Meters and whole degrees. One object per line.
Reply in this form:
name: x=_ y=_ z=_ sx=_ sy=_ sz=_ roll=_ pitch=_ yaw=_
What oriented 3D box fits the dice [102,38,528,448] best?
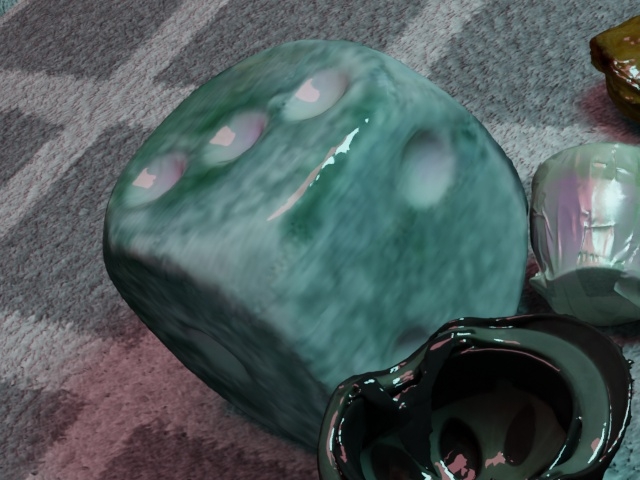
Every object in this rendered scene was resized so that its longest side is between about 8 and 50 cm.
dice: x=0.000 y=0.000 z=1.602 sx=0.328 sy=0.330 sz=0.348 roll=13 pitch=56 yaw=50

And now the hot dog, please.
hot dog: x=0.473 y=-0.236 z=1.823 sx=0.272 sy=0.122 sz=0.196 roll=-22 pitch=37 yaw=-2

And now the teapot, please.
teapot: x=0.328 y=0.013 z=1.605 sx=0.163 sy=0.222 sz=0.178 roll=133 pitch=153 yaw=-53

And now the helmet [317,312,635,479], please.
helmet: x=0.155 y=0.213 z=1.408 sx=0.305 sy=0.177 sz=0.225 roll=-19 pitch=42 yaw=-3
